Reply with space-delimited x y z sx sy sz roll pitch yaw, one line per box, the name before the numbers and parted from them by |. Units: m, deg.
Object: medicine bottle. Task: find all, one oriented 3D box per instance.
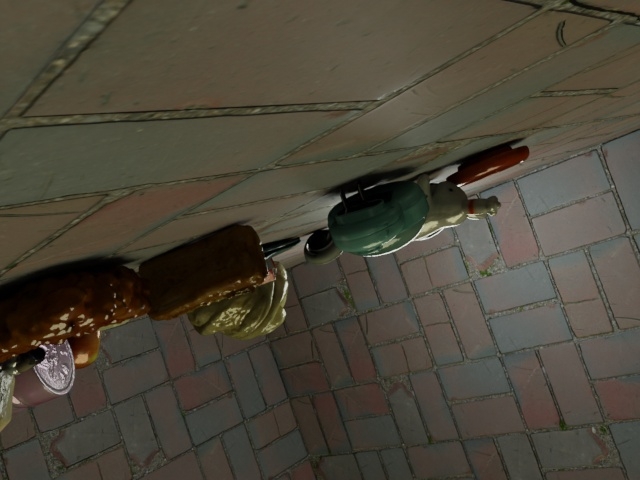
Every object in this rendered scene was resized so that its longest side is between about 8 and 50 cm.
medicine bottle | -0.785 0.324 1.613 0.325 0.212 0.212 -19 177 3

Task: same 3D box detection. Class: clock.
clock | 0.398 -0.180 1.619 0.205 0.051 0.205 -20 178 -1

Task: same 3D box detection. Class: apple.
apple | -0.652 0.258 1.784 0.139 0.164 0.163 10 167 -18

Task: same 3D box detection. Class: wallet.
wallet | -0.220 0.065 2.011 0.251 0.054 0.290 -20 179 34

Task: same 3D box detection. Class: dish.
dish | 0.000 0.000 2.112 0.141 0.078 0.141 -18 -141 15

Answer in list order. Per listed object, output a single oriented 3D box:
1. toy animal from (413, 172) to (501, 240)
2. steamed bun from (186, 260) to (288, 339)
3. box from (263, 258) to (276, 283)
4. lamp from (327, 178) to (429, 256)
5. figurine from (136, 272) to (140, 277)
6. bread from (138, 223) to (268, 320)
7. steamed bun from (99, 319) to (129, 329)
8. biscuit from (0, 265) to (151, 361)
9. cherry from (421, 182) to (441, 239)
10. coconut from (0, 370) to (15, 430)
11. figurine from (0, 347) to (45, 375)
toy animal | 0.277 -0.088 1.594 0.282 0.138 0.140 -17 174 20
steamed bun | -0.279 0.220 2.352 0.372 0.231 0.325 -22 -159 -10
box | -0.258 0.116 2.206 0.229 0.050 0.123 -19 -149 -6
lamp | 0.110 -0.044 1.362 0.209 0.147 0.284 -18 177 19
figurine | -0.374 0.120 1.601 0.137 0.110 0.245 -24 168 14
bread | -0.230 0.068 1.321 0.270 0.139 0.077 -23 166 22
steamed bun | -0.512 0.163 1.574 0.129 0.091 0.112 -17 172 3
biscuit | -0.467 0.128 1.151 0.311 0.111 0.318 -17 176 1
cherry | 0.282 -0.083 1.830 0.176 0.140 0.176 -34 160 -14
coconut | -0.766 0.331 1.373 0.259 0.259 0.259 -20 177 -1
figurine | -0.662 0.221 1.289 0.145 0.146 0.222 -21 164 29
